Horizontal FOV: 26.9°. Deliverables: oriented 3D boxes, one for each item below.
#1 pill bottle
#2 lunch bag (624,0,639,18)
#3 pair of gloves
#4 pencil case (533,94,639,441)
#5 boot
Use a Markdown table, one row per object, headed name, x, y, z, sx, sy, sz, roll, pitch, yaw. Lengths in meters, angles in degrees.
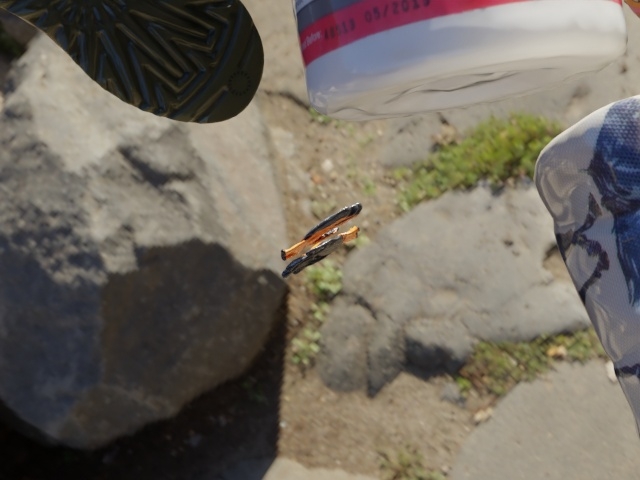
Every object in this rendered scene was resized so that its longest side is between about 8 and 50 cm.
| name | x | y | z | sx | sy | sz | roll | pitch | yaw |
| --- | --- | --- | --- | --- | --- | --- | --- | --- | --- |
| pill bottle | 0.054 | -0.236 | 0.727 | 0.176 | 0.176 | 0.318 | -11 | 87 | 28 |
| lunch bag | 0.411 | -0.255 | 1.297 | 0.258 | 0.293 | 0.120 | 27 | 88 | 57 |
| pair of gloves | 0.000 | 0.000 | 1.048 | 0.074 | 0.083 | 0.010 | -31 | 75 | -12 |
| pencil case | 0.226 | 0.109 | 0.567 | 0.160 | 0.183 | 0.410 | -24 | 70 | 19 |
| boot | -0.158 | -0.172 | 0.852 | 0.089 | 0.236 | 0.269 | -56 | 17 | 4 |
